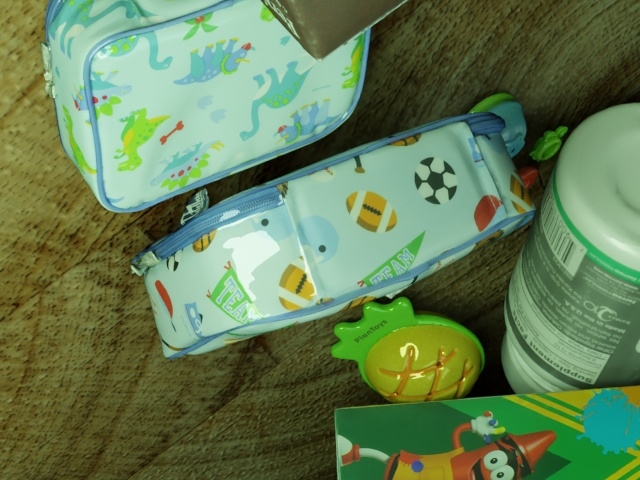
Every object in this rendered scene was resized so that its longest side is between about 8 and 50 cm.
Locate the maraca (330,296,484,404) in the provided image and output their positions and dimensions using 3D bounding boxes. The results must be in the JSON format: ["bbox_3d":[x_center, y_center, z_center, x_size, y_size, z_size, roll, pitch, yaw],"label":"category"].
[{"bbox_3d":[0.095,0.120,1.301,0.127,0.099,0.186,-40,127,22],"label":"maraca"}]

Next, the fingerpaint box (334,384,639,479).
[{"bbox_3d":[0.231,0.314,1.409,0.371,0.163,0.445,-5,156,7],"label":"fingerpaint box"}]

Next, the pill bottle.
[{"bbox_3d":[0.309,0.042,1.291,0.204,0.204,0.361,-24,152,-20],"label":"pill bottle"}]

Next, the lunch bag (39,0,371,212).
[{"bbox_3d":[-0.075,-0.120,0.838,0.219,0.090,0.176,-23,144,-21],"label":"lunch bag"}]

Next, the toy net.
[{"bbox_3d":[0.134,-0.038,1.189,0.122,0.045,0.232,3,132,-53],"label":"toy net"}]

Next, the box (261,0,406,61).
[{"bbox_3d":[-0.005,-0.248,0.671,0.167,0.168,0.203,-36,147,-3],"label":"box"}]

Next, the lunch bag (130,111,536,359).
[{"bbox_3d":[0.000,0.000,0.981,0.303,0.115,0.243,-18,177,-26],"label":"lunch bag"}]
